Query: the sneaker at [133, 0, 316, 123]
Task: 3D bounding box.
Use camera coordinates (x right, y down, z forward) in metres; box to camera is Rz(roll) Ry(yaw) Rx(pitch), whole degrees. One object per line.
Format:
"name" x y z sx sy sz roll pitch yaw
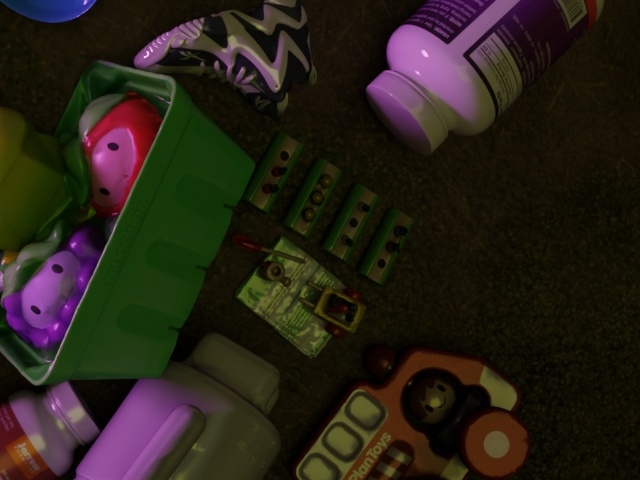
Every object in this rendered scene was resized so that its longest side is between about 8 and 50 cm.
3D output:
"sneaker" -0.108 -0.212 1.216 0.235 0.094 0.153 -24 97 -26

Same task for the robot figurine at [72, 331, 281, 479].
"robot figurine" -0.184 0.288 1.165 0.200 0.300 0.353 28 68 12

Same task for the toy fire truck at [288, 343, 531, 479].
"toy fire truck" 0.134 0.283 1.356 0.254 0.169 0.302 37 83 -2

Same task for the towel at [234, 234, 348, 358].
"towel" -0.033 0.079 1.329 0.152 0.023 0.113 41 81 -18

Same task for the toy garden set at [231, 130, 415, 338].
"toy garden set" 0.000 0.000 1.296 0.244 0.049 0.203 32 78 -21

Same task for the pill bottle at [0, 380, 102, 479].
"pill bottle" -0.385 0.262 1.168 0.216 0.121 0.121 -33 108 -13

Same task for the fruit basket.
"fruit basket" -0.315 -0.045 1.092 0.392 0.283 0.392 -12 111 -34

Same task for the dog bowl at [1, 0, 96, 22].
"dog bowl" -0.275 -0.387 1.065 0.166 0.074 0.297 35 122 -11

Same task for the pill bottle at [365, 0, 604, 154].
"pill bottle" 0.217 -0.268 1.282 0.323 0.181 0.181 -44 110 -9
